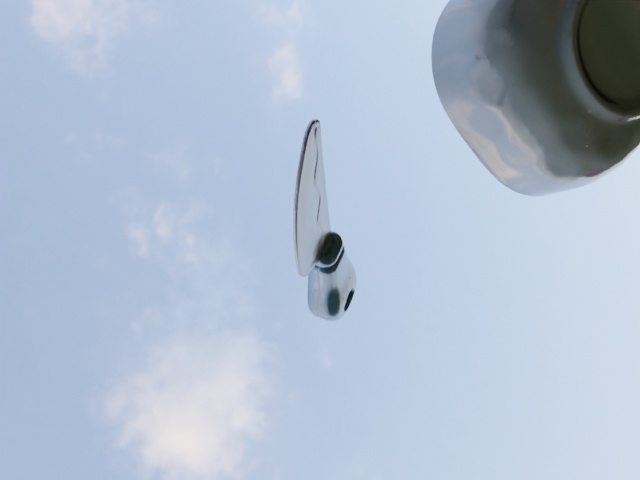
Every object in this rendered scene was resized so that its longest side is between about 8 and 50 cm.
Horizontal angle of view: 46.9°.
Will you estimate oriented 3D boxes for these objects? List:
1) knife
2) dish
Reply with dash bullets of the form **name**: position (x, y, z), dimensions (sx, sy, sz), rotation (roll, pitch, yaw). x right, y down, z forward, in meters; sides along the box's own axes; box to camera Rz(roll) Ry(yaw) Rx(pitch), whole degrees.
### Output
- **knife**: position (-0.001, 0.002, 0.522), dimensions (0.058, 0.032, 0.244), rotation (-60, -17, -19)
- **dish**: position (0.242, -0.173, 0.703), dimensions (0.256, 0.117, 0.256), rotation (1, -91, -27)
